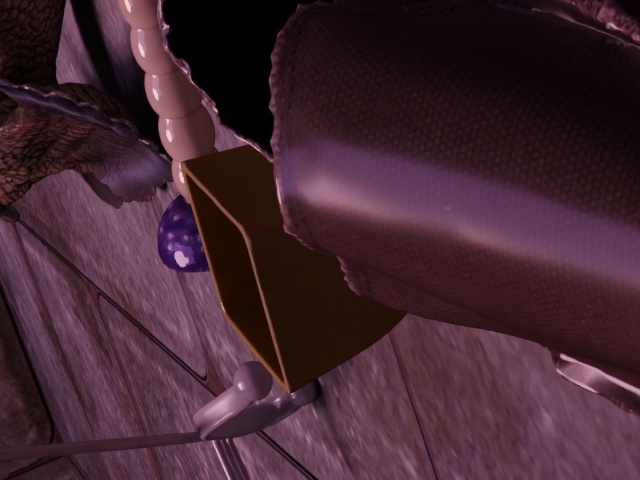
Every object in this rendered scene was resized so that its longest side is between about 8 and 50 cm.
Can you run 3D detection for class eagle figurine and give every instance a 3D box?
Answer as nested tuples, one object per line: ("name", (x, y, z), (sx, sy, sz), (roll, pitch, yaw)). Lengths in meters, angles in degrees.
("eagle figurine", (-0.206, -0.100, 1.268), (0.226, 0.225, 0.298), (31, 135, -14))

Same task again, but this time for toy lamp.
("toy lamp", (-0.085, -0.117, 0.935), (0.080, 0.080, 0.274), (43, 154, 59))

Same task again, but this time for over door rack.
("over door rack", (-0.046, 0.192, 0.937), (0.324, 0.108, 0.239), (-3, -115, -59))

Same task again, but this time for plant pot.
("plant pot", (0.000, 0.000, 0.778), (0.081, 0.083, 0.081), (44, 152, 56))

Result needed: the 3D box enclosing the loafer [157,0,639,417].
("loafer", (0.058, -0.010, 0.459), (0.366, 0.130, 0.133), (42, 151, 60))
